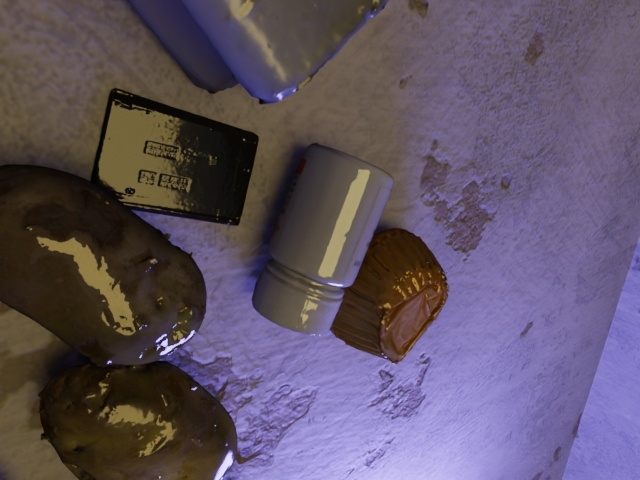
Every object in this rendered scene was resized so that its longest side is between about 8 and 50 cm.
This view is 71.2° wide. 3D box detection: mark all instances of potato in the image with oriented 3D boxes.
[{"bbox_3d":[-0.240,0.027,0.472,0.165,0.165,0.262,-49,118,-10],"label":"potato"},{"bbox_3d":[-0.230,0.254,0.590,0.191,0.141,0.296,-31,127,-3],"label":"potato"}]

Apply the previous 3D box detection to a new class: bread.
[{"bbox_3d":[0.123,0.094,0.788,0.239,0.139,0.240,-17,118,-35],"label":"bread"}]

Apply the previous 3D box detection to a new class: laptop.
[{"bbox_3d":[-0.174,-0.095,0.565,0.197,0.016,0.136,8,102,-39],"label":"laptop"}]

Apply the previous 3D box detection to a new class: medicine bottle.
[{"bbox_3d":[0.000,0.000,0.653,0.144,0.144,0.252,18,94,-40],"label":"medicine bottle"}]

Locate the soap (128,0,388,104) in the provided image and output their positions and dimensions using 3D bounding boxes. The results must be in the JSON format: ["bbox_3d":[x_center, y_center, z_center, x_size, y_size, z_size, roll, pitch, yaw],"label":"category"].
[{"bbox_3d":[-0.086,-0.396,0.380,0.350,0.212,0.435,-46,130,-13],"label":"soap"}]
